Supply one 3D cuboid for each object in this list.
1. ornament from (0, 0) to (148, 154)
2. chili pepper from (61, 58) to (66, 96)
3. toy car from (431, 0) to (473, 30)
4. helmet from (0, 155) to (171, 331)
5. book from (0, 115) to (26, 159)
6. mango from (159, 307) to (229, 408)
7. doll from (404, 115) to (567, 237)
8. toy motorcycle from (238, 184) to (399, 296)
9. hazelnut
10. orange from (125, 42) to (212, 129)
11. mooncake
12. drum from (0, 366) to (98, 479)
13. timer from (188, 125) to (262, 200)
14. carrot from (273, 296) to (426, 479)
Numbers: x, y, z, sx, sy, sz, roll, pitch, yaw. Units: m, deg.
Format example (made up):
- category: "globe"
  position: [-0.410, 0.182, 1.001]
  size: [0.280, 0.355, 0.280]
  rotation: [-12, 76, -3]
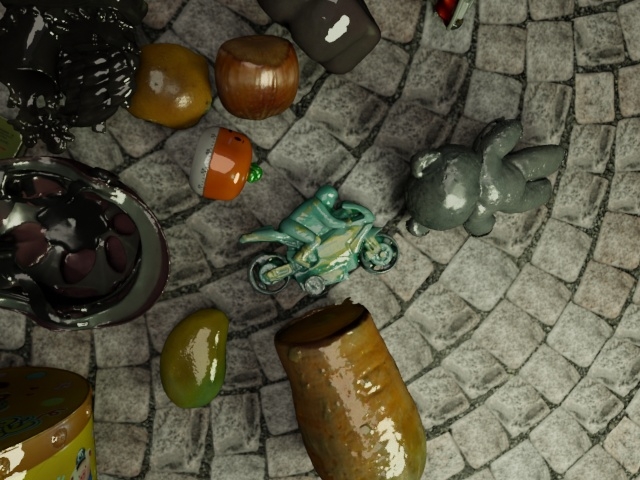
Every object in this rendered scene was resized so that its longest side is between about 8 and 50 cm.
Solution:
- category: "ornament"
  position: [-0.397, -0.270, 0.727]
  size: [0.252, 0.106, 0.260]
  rotation: [1, 95, 6]
- category: "chili pepper"
  position: [-0.431, -0.294, 0.796]
  size: [0.073, 0.050, 0.182]
  rotation: [-30, 92, 17]
- category: "toy car"
  position: [0.251, -0.485, 0.856]
  size: [0.112, 0.112, 0.139]
  rotation: [36, 80, 5]
- category: "helmet"
  position: [-0.415, -0.008, 0.758]
  size: [0.339, 0.197, 0.270]
  rotation: [14, 103, -17]
- category: "book"
  position: [-0.693, -0.092, 0.790]
  size: [0.239, 0.035, 0.351]
  rotation: [28, 92, -9]
- category: "mango"
  position: [-0.240, 0.222, 0.871]
  size: [0.122, 0.085, 0.190]
  rotation: [4, 86, 1]
- category: "doll"
  position: [0.305, -0.117, 0.897]
  size: [0.341, 0.158, 0.245]
  rotation: [-17, 130, -20]
- category: "toy motorcycle"
  position: [-0.002, 0.000, 0.866]
  size: [0.297, 0.109, 0.198]
  rotation: [-16, 96, -8]
- category: "hazelnut"
  position: [-0.110, -0.282, 0.805]
  size: [0.151, 0.150, 0.150]
  rotation: [-1, 97, -8]
- category: "orange"
  position: [-0.274, -0.269, 0.798]
  size: [0.170, 0.112, 0.160]
  rotation: [-35, 101, 8]
- category: "mooncake"
  position: [-0.007, -0.397, 0.758]
  size: [0.133, 0.245, 0.245]
  rotation: [-41, 101, 20]
- category: "drum"
  position: [-0.555, 0.355, 0.667]
  size: [0.432, 0.431, 0.213]
  rotation: [-2, 94, -8]
- category: "timer"
  position: [-0.166, -0.134, 0.828]
  size: [0.136, 0.099, 0.136]
  rotation: [0, 106, -1]
- category: "carrot"
  position: [0.059, 0.300, 0.850]
  size: [0.225, 0.224, 0.340]
  rotation: [-20, 96, -6]
